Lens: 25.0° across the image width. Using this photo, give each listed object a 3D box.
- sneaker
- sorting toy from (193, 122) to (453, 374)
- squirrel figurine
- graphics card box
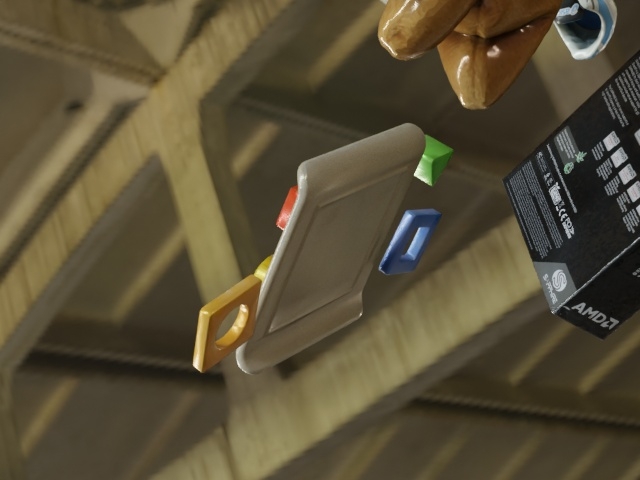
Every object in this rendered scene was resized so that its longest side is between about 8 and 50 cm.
[{"bbox_3d":[0.293,-0.318,1.723,0.085,0.086,0.237,-8,-46,31],"label":"sneaker"},{"bbox_3d":[0.000,0.000,1.208,0.347,0.047,0.196,-25,-40,-52],"label":"sorting toy"},{"bbox_3d":[0.130,-0.350,1.214,0.397,0.281,0.370,-46,-14,-3],"label":"squirrel figurine"},{"bbox_3d":[0.374,-0.094,1.558,0.094,0.233,0.371,28,-59,-33],"label":"graphics card box"}]
